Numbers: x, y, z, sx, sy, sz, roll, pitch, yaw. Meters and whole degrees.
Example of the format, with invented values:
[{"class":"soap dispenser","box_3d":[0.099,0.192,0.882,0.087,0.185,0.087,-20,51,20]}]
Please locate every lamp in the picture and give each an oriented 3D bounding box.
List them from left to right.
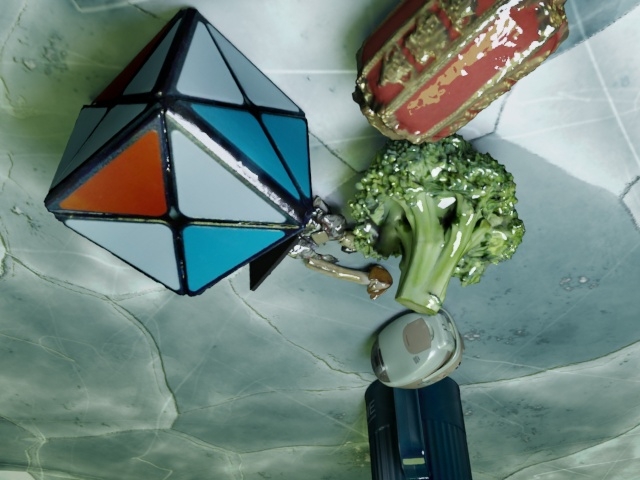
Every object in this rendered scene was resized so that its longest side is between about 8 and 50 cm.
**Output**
[{"class":"lamp","box_3d":[0.164,-0.239,0.728,0.177,0.177,0.274,32,129,-29]}]

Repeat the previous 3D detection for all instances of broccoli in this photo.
[{"class":"broccoli","box_3d":[0.170,-0.032,0.915,0.288,0.235,0.260,25,100,-15]}]

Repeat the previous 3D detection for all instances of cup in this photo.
[{"class":"cup","box_3d":[0.241,0.478,1.394,0.242,0.292,0.308,12,137,-12]}]

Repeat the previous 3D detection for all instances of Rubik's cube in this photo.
[{"class":"Rubik's cube","box_3d":[-0.177,-0.112,0.806,0.250,0.248,0.246,-31,129,27]}]

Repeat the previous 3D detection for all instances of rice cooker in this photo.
[{"class":"rice cooker","box_3d":[0.204,0.230,1.242,0.206,0.145,0.127,-31,140,25]}]

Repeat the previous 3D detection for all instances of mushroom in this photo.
[{"class":"mushroom","box_3d":[0.048,0.063,1.130,0.187,0.061,0.060,14,140,-8]}]

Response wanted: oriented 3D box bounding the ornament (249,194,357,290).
[{"class":"ornament","box_3d":[0.000,0.000,1.012,0.196,0.153,0.166,16,136,-30]}]
